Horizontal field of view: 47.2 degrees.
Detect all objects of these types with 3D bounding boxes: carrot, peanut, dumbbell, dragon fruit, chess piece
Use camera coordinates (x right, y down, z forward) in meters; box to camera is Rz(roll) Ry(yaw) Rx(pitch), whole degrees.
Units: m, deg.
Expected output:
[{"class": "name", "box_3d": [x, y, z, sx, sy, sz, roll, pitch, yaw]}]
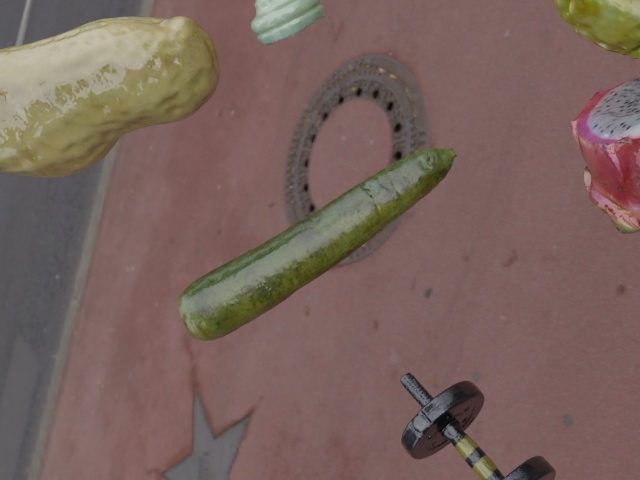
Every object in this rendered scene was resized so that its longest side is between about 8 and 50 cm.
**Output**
[{"class": "carrot", "box_3d": [0.000, 0.000, 0.820, 0.358, 0.074, 0.074, -32, 51, 1]}, {"class": "peanut", "box_3d": [-0.261, -0.151, 0.789, 0.318, 0.148, 0.148, -16, 62, 1]}, {"class": "dumbbell", "box_3d": [0.222, 0.311, 1.045, 0.325, 0.143, 0.143, 47, 118, 33]}, {"class": "dragon fruit", "box_3d": [0.478, -0.114, 0.954, 0.290, 0.290, 0.189, -2, 119, 50]}, {"class": "chess piece", "box_3d": [-0.051, -0.227, 0.552, 0.059, 0.059, 0.149, 2, 125, 50]}]

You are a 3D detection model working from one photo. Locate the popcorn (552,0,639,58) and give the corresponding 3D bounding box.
[{"class": "popcorn", "box_3d": [0.287, -0.230, 0.572, 0.198, 0.212, 0.198, -165, 90, -79]}]
